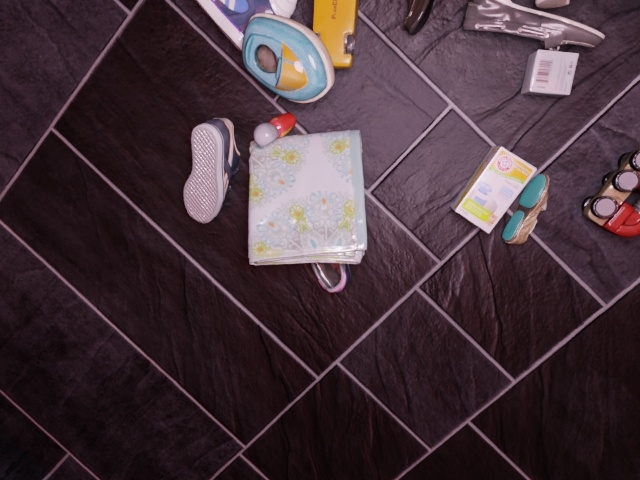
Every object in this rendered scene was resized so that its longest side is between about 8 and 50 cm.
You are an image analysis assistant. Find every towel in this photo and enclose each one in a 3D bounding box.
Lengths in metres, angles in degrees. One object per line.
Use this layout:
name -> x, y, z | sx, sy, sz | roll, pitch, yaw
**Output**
towel -> -0.038, -0.116, 1.277 | 0.319, 0.090, 0.375 | -3, 75, 6

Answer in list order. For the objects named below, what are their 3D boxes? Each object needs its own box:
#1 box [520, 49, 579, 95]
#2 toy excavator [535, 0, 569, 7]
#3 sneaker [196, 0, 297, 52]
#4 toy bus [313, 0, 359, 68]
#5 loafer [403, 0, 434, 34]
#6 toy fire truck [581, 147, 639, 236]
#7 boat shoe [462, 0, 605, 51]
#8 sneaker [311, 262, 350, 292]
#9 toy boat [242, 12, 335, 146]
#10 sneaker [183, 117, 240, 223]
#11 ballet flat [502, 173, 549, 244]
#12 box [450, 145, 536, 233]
box -> 0.577, -0.420, 1.193 | 0.101, 0.087, 0.101 | 8, 102, 5
toy excavator -> 0.765, -0.612, 1.013 | 0.444, 0.432, 0.223 | -12, 102, -30
sneaker -> -0.210, -0.678, 1.238 | 0.236, 0.130, 0.323 | -40, 90, 5
toy bus -> 0.042, -0.614, 1.205 | 0.108, 0.130, 0.333 | 5, 102, 6
loafer -> 0.256, -0.641, 1.205 | 0.078, 0.080, 0.220 | 22, 99, 13
toy fire truck -> 0.841, -0.089, 1.209 | 0.246, 0.158, 0.217 | 37, 104, 10
boat shoe -> 0.521, -0.525, 1.177 | 0.334, 0.112, 0.096 | 23, 116, 7
sneaker -> 0.000, 0.000, 1.334 | 0.112, 0.131, 0.319 | -25, 96, 12
toy boat -> -0.101, -0.390, 1.196 | 0.267, 0.148, 0.319 | 30, 136, 17
sneaker -> -0.304, -0.198, 1.350 | 0.126, 0.127, 0.321 | 27, 128, 8
ballet flat -> 0.570, -0.080, 1.283 | 0.067, 0.073, 0.206 | 19, 108, -24
box -> 0.456, -0.139, 1.258 | 0.114, 0.103, 0.203 | 34, 104, 0
